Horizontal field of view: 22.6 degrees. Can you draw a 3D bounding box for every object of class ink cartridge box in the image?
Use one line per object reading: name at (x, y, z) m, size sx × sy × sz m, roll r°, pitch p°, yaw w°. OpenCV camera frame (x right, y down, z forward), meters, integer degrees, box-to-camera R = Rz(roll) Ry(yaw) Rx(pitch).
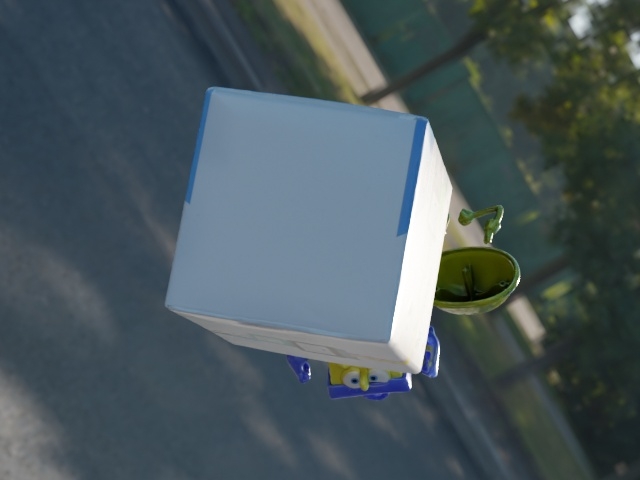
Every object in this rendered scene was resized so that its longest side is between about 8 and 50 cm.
ink cartridge box at (0.000, 0.000, 1.454) m, size 0.270 × 0.197 × 0.198 m, roll 47°, pitch 52°, yaw -77°

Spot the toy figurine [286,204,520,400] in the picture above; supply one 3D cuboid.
toy figurine at (0.081, 0.107, 2.038) m, size 0.191 × 0.363 × 0.217 m, roll -86°, pitch 166°, yaw -54°
